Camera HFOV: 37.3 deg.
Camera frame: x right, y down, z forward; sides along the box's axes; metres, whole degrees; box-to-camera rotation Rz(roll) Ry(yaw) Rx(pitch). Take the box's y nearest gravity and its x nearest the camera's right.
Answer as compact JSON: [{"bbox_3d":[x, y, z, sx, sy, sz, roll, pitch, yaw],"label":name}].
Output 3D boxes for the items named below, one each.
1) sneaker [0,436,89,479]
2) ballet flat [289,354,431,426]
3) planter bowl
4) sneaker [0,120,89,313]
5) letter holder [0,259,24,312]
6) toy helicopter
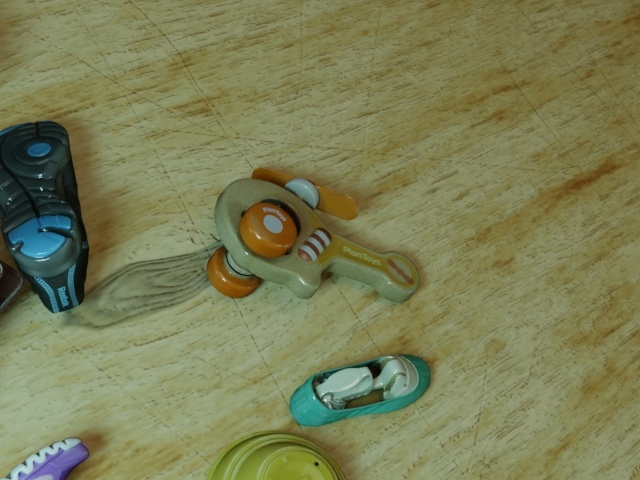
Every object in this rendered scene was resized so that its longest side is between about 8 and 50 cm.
[{"bbox_3d":[-0.360,0.333,1.120,0.104,0.095,0.236,47,58,3],"label":"sneaker"},{"bbox_3d":[0.074,0.210,1.377,0.247,0.087,0.083,-12,64,-29],"label":"ballet flat"},{"bbox_3d":[-0.039,0.338,1.245,0.217,0.090,0.217,11,55,-17],"label":"planter bowl"},{"bbox_3d":[-0.399,-0.043,1.335,0.125,0.139,0.340,-12,44,-9],"label":"sneaker"},{"bbox_3d":[-0.533,0.003,1.139,0.302,0.152,0.214,25,45,7],"label":"letter holder"},{"bbox_3d":[0.000,0.000,1.483,0.355,0.140,0.235,21,43,-22],"label":"toy helicopter"}]
